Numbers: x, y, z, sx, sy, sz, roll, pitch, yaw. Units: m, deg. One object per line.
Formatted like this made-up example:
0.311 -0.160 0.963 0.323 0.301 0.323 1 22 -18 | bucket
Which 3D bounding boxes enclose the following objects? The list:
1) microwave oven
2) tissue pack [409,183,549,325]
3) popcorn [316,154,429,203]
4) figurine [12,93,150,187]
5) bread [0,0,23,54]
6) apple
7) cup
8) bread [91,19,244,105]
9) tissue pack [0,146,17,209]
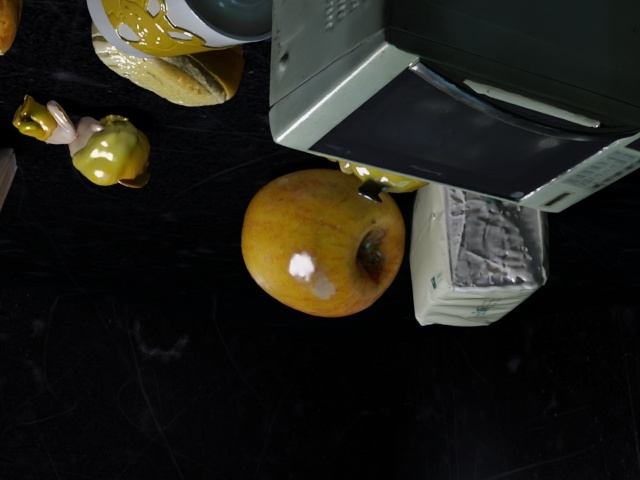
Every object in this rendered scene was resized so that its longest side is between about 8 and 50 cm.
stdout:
0.160 -0.228 1.281 0.394 0.332 0.247 12 158 -30 | microwave oven
0.284 -0.011 2.211 0.207 0.297 0.380 0 165 -4 | tissue pack
0.107 -0.173 1.682 0.297 0.280 0.316 16 156 11 | popcorn
-0.395 -0.169 2.031 0.246 0.131 0.156 21 144 -25 | figurine
-0.412 -0.302 1.455 0.114 0.132 0.190 2 168 -9 | bread
0.000 0.000 2.321 0.275 0.299 0.299 9 174 43 | apple
-0.166 -0.316 1.350 0.226 0.185 0.241 -8 133 51 | cup
-0.192 -0.262 1.571 0.106 0.139 0.236 -4 166 32 | bread
-0.649 -0.069 2.112 0.170 0.071 0.325 -2 -150 -2 | tissue pack
